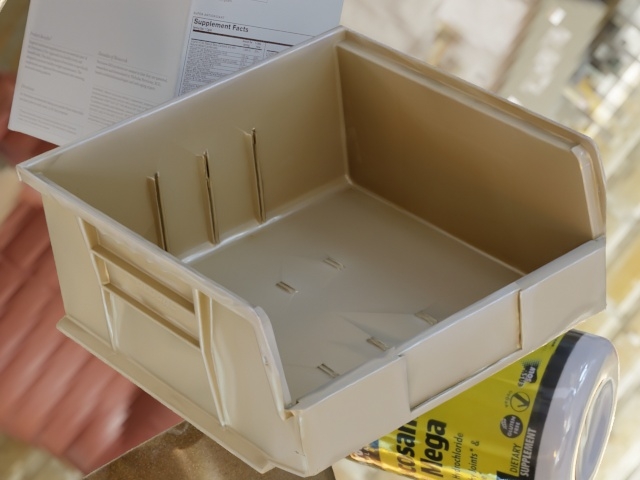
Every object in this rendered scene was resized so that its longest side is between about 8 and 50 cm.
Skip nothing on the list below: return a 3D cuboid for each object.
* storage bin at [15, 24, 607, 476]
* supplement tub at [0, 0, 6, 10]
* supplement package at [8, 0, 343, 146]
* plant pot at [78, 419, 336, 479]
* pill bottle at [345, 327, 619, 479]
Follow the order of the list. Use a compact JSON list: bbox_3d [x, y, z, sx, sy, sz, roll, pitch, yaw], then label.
[{"bbox_3d":[0.000,0.000,1.234,0.262,0.260,0.123,-26,126,-31],"label":"storage bin"},{"bbox_3d":[-0.345,-0.178,1.714,0.106,0.106,0.198,-36,166,-52],"label":"supplement tub"},{"bbox_3d":[-0.104,-0.157,1.482,0.149,0.194,0.203,4,101,-44],"label":"supplement package"},{"bbox_3d":[-0.064,0.270,1.614,0.237,0.254,0.237,-28,173,-4],"label":"plant pot"},{"bbox_3d":[0.114,0.148,1.995,0.188,0.334,0.188,14,90,-70],"label":"pill bottle"}]
